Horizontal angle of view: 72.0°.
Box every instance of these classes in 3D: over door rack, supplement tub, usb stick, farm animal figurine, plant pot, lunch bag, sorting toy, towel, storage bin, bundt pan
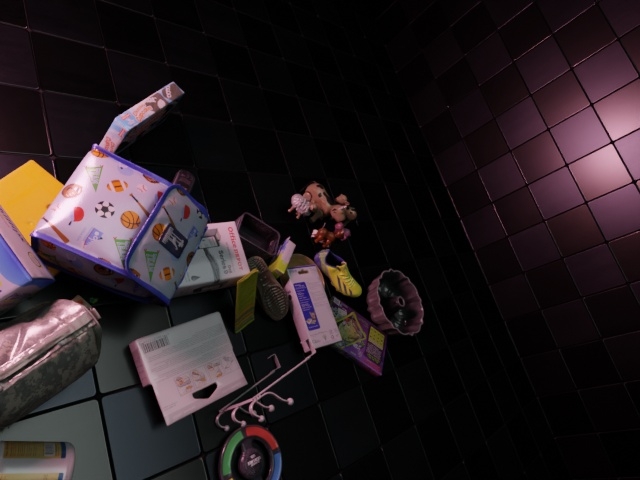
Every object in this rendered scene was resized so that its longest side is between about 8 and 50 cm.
[{"bbox_3d":[-0.160,0.477,1.423,0.108,0.239,0.324,53,42,-4],"label":"over door rack"},{"bbox_3d":[-0.669,0.520,0.970,0.200,0.144,0.144,21,53,-35],"label":"supplement tub"},{"bbox_3d":[-0.523,-0.143,1.591,0.077,0.045,0.278,26,50,-22],"label":"usb stick"},{"bbox_3d":[0.045,-0.142,2.024,0.327,0.172,0.330,45,31,-5],"label":"farm animal figurine"},{"bbox_3d":[-0.081,0.171,1.846,0.236,0.032,0.236,24,52,-34],"label":"plant pot"},{"bbox_3d":[-0.541,-0.029,1.250,0.385,0.239,0.328,30,58,-20],"label":"lunch bag"},{"bbox_3d":[-0.681,0.185,1.261,0.062,0.012,0.083,46,43,-14],"label":"sorting toy"},{"bbox_3d":[-0.257,0.212,1.522,0.021,0.237,0.102,25,37,20],"label":"towel"},{"bbox_3d":[-0.262,-0.010,1.737,0.180,0.084,0.122,34,46,-27],"label":"storage bin"},{"bbox_3d":[-0.683,0.279,1.017,0.212,0.256,0.305,54,42,-5],"label":"lunch bag"},{"bbox_3d":[0.343,0.310,2.108,0.331,0.124,0.331,23,52,-33],"label":"bundt pan"}]

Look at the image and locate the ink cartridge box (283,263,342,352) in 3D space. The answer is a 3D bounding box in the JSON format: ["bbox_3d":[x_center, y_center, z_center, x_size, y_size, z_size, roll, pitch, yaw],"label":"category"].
[{"bbox_3d":[-0.040,0.263,1.750,0.165,0.065,0.332,-3,68,-43],"label":"ink cartridge box"}]

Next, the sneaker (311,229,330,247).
[{"bbox_3d":[0.000,0.000,2.028,0.109,0.040,0.044,39,55,-13],"label":"sneaker"}]

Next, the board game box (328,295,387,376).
[{"bbox_3d":[0.147,0.417,1.912,0.347,0.056,0.208,39,41,-21],"label":"board game box"}]

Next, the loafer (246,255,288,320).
[{"bbox_3d":[-0.207,0.177,1.671,0.102,0.092,0.268,-28,103,-20],"label":"loafer"}]

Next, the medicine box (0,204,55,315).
[{"bbox_3d":[-0.826,0.065,0.990,0.289,0.149,0.263,-35,93,-12],"label":"medicine box"}]

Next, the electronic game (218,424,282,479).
[{"bbox_3d":[-0.215,0.700,1.381,0.229,0.048,0.229,23,52,-33],"label":"electronic game"}]

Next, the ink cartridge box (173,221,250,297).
[{"bbox_3d":[-0.408,0.061,1.481,0.289,0.121,0.211,-9,72,-34],"label":"ink cartridge box"}]

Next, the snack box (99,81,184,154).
[{"bbox_3d":[-0.627,-0.424,1.549,0.060,0.187,0.322,45,43,-15],"label":"snack box"}]

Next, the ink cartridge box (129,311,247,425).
[{"bbox_3d":[-0.403,0.388,1.371,0.296,0.066,0.261,-14,77,-47],"label":"ink cartridge box"}]

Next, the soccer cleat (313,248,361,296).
[{"bbox_3d":[0.093,0.150,1.959,0.289,0.121,0.093,43,43,-17],"label":"soccer cleat"}]

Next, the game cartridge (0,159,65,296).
[{"bbox_3d":[-0.819,-0.036,1.238,0.285,0.053,0.323,44,45,-16],"label":"game cartridge"}]

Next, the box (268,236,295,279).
[{"bbox_3d":[-0.162,0.078,1.763,0.042,0.109,0.178,37,45,-17],"label":"box"}]
